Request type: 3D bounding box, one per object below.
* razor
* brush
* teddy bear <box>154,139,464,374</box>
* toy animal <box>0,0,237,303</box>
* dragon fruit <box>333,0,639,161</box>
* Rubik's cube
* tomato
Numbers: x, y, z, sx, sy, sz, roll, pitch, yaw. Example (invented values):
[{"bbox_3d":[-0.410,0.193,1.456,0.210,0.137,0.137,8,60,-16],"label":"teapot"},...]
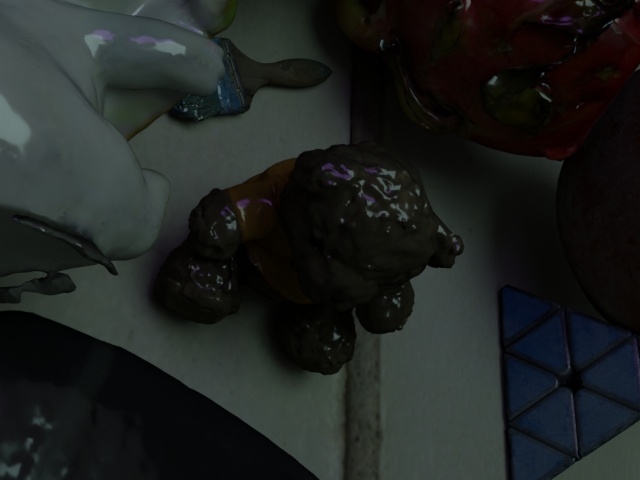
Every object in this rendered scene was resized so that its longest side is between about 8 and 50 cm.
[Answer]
[{"bbox_3d":[-0.085,0.189,0.492,0.349,0.113,0.205,36,49,-29],"label":"razor"},{"bbox_3d":[-0.052,-0.136,0.725,0.196,0.021,0.070,-15,87,-47],"label":"brush"},{"bbox_3d":[0.000,0.000,0.600,0.177,0.190,0.140,28,62,-28],"label":"teddy bear"},{"bbox_3d":[-0.189,-0.124,0.463,0.247,0.182,0.310,15,63,-41],"label":"toy animal"},{"bbox_3d":[0.146,-0.215,0.795,0.291,0.250,0.269,36,39,0],"label":"dragon fruit"},{"bbox_3d":[0.266,0.112,0.834,0.211,0.178,0.191,-24,88,-48],"label":"Rubik's cube"},{"bbox_3d":[0.387,-0.033,0.855,0.316,0.317,0.283,18,25,-40],"label":"tomato"}]
